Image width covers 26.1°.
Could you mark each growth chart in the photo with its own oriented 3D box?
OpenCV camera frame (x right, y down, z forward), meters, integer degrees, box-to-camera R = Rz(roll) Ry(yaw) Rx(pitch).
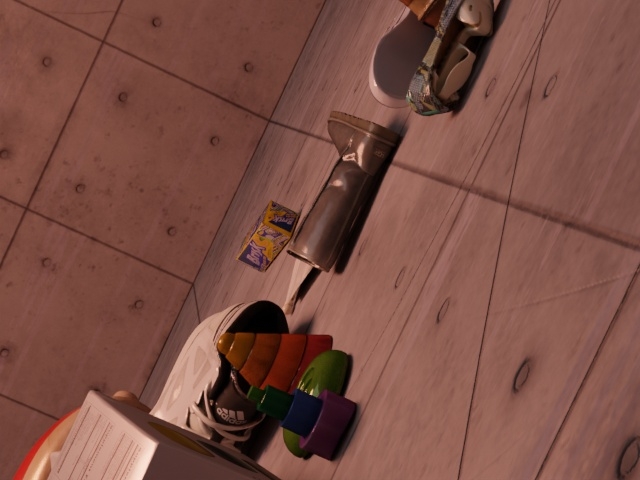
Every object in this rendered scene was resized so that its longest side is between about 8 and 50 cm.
[{"bbox_3d":[0.000,0.000,2.006,0.237,0.021,0.172,-55,13,48],"label":"growth chart"}]

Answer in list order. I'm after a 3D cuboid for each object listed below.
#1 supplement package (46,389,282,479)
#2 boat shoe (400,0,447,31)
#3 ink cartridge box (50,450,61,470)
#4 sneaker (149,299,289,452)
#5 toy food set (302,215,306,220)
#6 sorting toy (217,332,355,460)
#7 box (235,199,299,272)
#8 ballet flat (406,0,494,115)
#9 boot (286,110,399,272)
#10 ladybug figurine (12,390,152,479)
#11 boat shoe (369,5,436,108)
[{"bbox_3d":[-0.149,0.291,1.343,0.198,0.199,0.262,-65,22,-5],"label":"supplement package"},{"bbox_3d":[0.176,-0.408,1.755,0.122,0.119,0.324,-51,17,57],"label":"boat shoe"},{"bbox_3d":[-0.220,0.338,1.625,0.273,0.114,0.197,-17,78,62],"label":"ink cartridge box"},{"bbox_3d":[-0.172,0.264,1.811,0.448,0.169,0.257,-66,7,-21],"label":"sneaker"},{"bbox_3d":[0.013,-0.058,1.966,0.122,0.019,0.078,-52,12,26],"label":"toy food set"},{"bbox_3d":[-0.052,0.156,1.546,0.127,0.126,0.365,-65,8,2],"label":"sorting toy"},{"bbox_3d":[-0.095,-0.006,2.458,0.169,0.059,0.054,-50,17,60],"label":"box"},{"bbox_3d":[0.163,-0.225,1.572,0.070,0.070,0.188,-176,109,-81],"label":"ballet flat"},{"bbox_3d":[0.018,-0.067,1.873,0.209,0.076,0.189,-67,18,3],"label":"boot"},{"bbox_3d":[-0.349,0.428,1.967,0.161,0.305,0.449,-2,60,34],"label":"ladybug figurine"},{"bbox_3d":[0.121,-0.243,1.776,0.258,0.095,0.084,-59,-2,-41],"label":"boat shoe"}]
